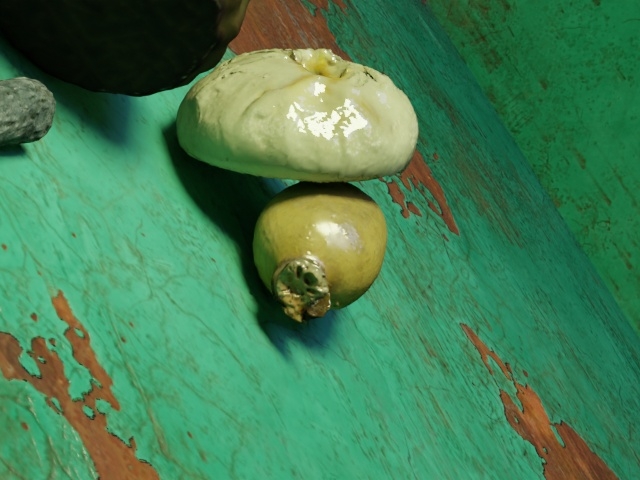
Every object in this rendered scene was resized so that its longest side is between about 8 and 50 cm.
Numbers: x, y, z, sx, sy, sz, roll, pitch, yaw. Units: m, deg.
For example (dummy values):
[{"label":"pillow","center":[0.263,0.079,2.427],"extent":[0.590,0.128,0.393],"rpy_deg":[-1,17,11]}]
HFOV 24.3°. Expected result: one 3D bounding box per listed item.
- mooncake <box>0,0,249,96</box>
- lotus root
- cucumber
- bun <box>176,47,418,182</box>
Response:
[{"label":"mooncake","center":[-0.207,-0.289,1.524],"extent":[0.290,0.290,0.161],"rpy_deg":[40,42,-29]},{"label":"lotus root","center":[0.003,-0.002,1.690],"extent":[0.146,0.130,0.303],"rpy_deg":[6,17,7]},{"label":"cucumber","center":[-0.293,-0.118,1.374],"extent":[0.064,0.064,0.112],"rpy_deg":[53,20,4]},{"label":"bun","center":[-0.025,-0.149,1.718],"extent":[0.287,0.287,0.146],"rpy_deg":[-25,121,-70]}]
